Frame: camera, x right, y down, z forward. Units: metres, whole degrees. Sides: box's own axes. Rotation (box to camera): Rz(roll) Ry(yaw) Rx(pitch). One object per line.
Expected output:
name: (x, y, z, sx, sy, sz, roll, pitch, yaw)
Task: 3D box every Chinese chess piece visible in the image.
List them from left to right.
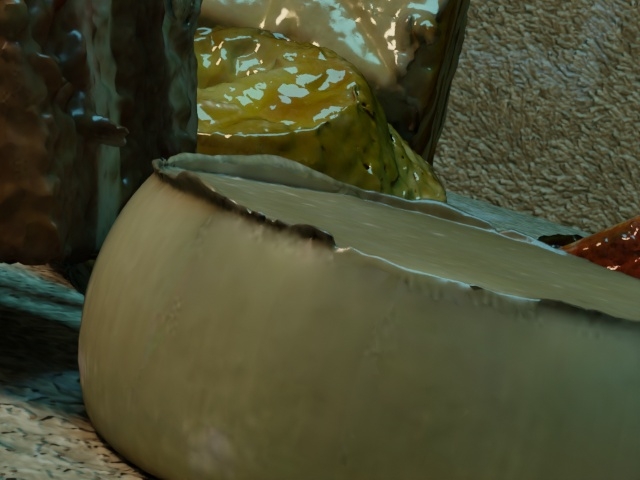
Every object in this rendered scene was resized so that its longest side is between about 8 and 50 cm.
Chinese chess piece: (0.049, 0.060, 0.982, 0.338, 0.140, 0.338, 15, 8, -2)

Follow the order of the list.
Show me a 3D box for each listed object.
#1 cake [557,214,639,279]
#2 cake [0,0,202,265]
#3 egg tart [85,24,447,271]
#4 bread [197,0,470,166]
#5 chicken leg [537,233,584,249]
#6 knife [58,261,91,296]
cake: (0.164, 0.032, 1.412, 0.262, 0.159, 0.158, 16, 9, 25)
cake: (-0.213, -0.111, 1.092, 0.282, 0.255, 0.290, 1, 4, 18)
egg tart: (-0.063, -0.065, 1.442, 0.341, 0.129, 0.341, 4, 31, -3)
bread: (-0.001, -0.221, 1.779, 0.279, 0.390, 0.371, 9, -27, 5)
chicken leg: (0.263, 0.069, 1.736, 0.107, 0.087, 0.251, -15, 29, -33)
knife: (-0.238, -0.086, 1.277, 0.365, 0.089, 0.043, 38, -8, -3)
